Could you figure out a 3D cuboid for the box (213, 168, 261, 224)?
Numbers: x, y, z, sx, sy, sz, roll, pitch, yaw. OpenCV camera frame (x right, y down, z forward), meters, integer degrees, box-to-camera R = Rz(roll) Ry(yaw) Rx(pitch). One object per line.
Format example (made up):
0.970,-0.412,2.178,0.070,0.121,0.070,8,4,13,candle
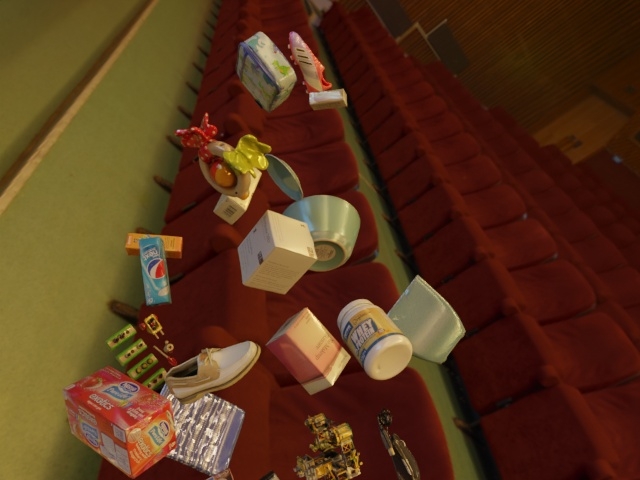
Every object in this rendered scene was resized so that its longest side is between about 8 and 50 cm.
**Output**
-0.329,-0.196,1.959,0.094,0.113,0.275,38,37,-20,box

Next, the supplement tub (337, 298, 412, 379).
0.144,0.269,1.349,0.144,0.144,0.200,38,6,-40,supplement tub

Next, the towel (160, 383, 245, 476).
-0.422,0.636,1.662,0.336,0.040,0.243,38,52,-28,towel

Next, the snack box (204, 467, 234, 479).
-0.196,0.503,0.957,0.022,0.064,0.178,67,-17,-2,snack box

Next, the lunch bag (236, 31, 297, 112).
-0.161,-0.471,1.372,0.176,0.090,0.219,52,-13,-7,lunch bag

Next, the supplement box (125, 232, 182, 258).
-0.730,0.024,2.143,0.233,0.080,0.078,3,63,-11,supplement box

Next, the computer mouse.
0.223,0.588,1.338,0.184,0.060,0.262,52,20,-69,computer mouse

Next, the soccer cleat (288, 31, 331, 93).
-0.039,-0.623,1.703,0.248,0.095,0.083,63,24,-47,soccer cleat

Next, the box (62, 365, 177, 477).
-0.458,0.403,1.109,0.122,0.256,0.128,-23,118,-50,box

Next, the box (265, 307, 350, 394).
-0.039,0.367,1.617,0.232,0.127,0.148,48,42,-4,box

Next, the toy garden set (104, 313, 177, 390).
-0.628,0.404,1.787,0.244,0.049,0.204,55,43,-5,toy garden set

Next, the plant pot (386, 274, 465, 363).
0.370,0.305,1.752,0.252,0.247,0.248,36,-4,12,plant pot

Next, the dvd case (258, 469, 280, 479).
-0.141,0.771,1.310,0.253,0.180,0.022,62,-15,-13,dvd case

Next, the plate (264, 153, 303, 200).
-0.115,-0.208,1.581,0.188,0.024,0.188,43,-17,17,plate

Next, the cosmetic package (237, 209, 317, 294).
-0.131,0.038,1.446,0.151,0.184,0.151,17,38,-34,cosmetic package

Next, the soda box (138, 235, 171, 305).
-0.520,0.098,1.531,0.071,0.067,0.210,122,-43,-76,soda box

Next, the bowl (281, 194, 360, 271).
0.000,0.000,1.809,0.311,0.311,0.163,40,32,-36,bowl

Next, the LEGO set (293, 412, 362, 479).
-0.004,0.816,1.866,0.192,0.331,0.255,-13,95,-26,LEGO set

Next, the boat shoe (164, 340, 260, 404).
-0.320,0.373,1.424,0.103,0.302,0.113,54,9,-25,boat shoe

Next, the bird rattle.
-0.270,-0.208,1.310,0.253,0.207,0.143,18,44,14,bird rattle

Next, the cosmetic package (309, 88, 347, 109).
0.026,-0.459,1.589,0.060,0.115,0.041,21,66,-77,cosmetic package
